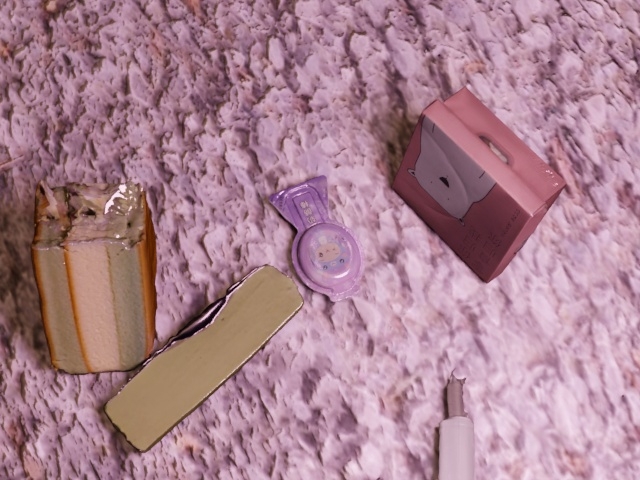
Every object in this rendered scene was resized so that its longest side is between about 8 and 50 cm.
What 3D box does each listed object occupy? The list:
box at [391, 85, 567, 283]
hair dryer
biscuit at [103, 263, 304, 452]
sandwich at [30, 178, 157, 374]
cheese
[{"bbox_3d":[0.220,-0.076,1.624,0.086,0.215,0.215,-37,74,-24],"label":"box"},{"bbox_3d":[0.169,0.341,1.552,0.173,0.107,0.357,5,62,-1],"label":"hair dryer"},{"bbox_3d":[-0.161,0.159,1.621,0.322,0.038,0.099,-43,81,-15],"label":"biscuit"},{"bbox_3d":[-0.308,0.049,1.570,0.155,0.198,0.227,-3,71,-3],"label":"sandwich"},{"bbox_3d":[0.000,0.000,1.679,0.105,0.042,0.191,-23,71,-11],"label":"cheese"}]
